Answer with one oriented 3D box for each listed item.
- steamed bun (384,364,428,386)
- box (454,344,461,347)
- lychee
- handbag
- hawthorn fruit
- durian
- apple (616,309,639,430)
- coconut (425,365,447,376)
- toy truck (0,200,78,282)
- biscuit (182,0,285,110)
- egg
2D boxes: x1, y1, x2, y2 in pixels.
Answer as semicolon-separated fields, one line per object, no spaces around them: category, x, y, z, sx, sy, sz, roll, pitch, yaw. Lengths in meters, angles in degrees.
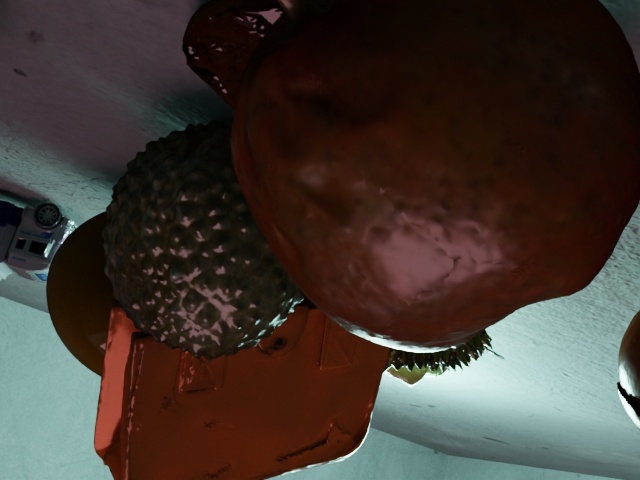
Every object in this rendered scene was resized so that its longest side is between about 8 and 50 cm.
steamed bun;0.105;0.182;1.565;0.231;0.110;0.212;30;173;12
box;0.134;0.068;1.105;0.103;0.055;0.244;23;164;27
lychee;-0.129;-0.001;0.950;0.255;0.255;0.274;12;150;12
handbag;-0.097;0.202;1.176;0.410;0.303;0.116;-4;-151;-33
hawthorn fruit;0.058;-0.083;0.560;0.298;0.277;0.277;37;154;-28
durian;0.112;0.118;1.359;0.355;0.157;0.169;17;-159;32
apple;0.490;0.167;0.969;0.251;0.206;0.272;10;-156;-38
coconut;0.212;0.214;1.606;0.088;0.096;0.088;-5;-173;1
toy truck;-0.577;-0.003;1.483;0.268;0.155;0.124;15;162;1
biscuit;-0.030;-0.152;0.750;0.192;0.049;0.192;10;160;4
egg;-0.242;0.090;1.277;0.282;0.283;0.351;-3;160;44
